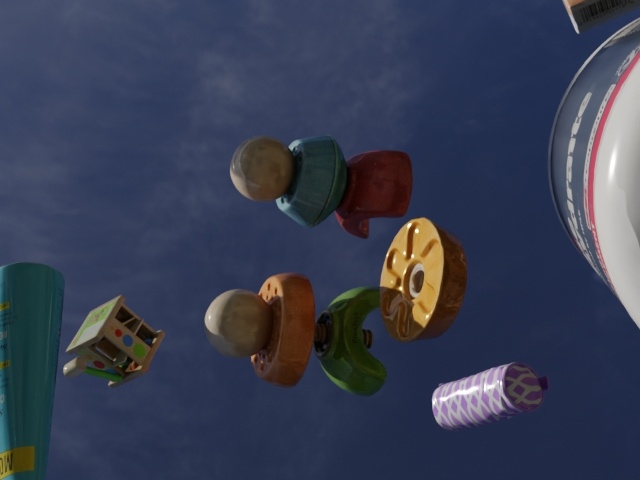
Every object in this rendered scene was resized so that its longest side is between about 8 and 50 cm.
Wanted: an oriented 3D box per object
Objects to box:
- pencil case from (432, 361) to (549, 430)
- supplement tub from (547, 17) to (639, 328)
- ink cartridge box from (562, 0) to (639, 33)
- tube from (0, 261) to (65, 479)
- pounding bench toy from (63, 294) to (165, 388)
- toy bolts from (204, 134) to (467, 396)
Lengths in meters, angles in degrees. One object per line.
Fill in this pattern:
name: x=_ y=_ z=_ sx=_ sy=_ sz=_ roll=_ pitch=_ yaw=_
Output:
pencil case: x=0.268 y=0.257 z=1.307 sx=0.088 sy=0.206 sz=0.086 roll=9 pitch=-113 yaw=-27
supplement tub: x=0.225 y=-0.039 z=0.425 sx=0.191 sy=0.272 sz=0.191 roll=2 pitch=-80 yaw=10
ink cartridge box: x=0.324 y=-0.320 z=0.882 sx=0.145 sy=0.045 sz=0.179 roll=-22 pitch=-131 yaw=18
tube: x=-0.212 y=0.117 z=0.566 sx=0.052 sy=0.080 sz=0.207 roll=15 pitch=-126 yaw=-34
pounding bench toy: x=-0.191 y=0.107 z=0.739 sx=0.065 sy=0.052 sz=0.083 roll=46 pitch=-141 yaw=-23
toy bolts: x=0.000 y=0.000 z=0.693 sx=0.158 sy=0.218 sz=0.229 roll=11 pitch=-117 yaw=-22
